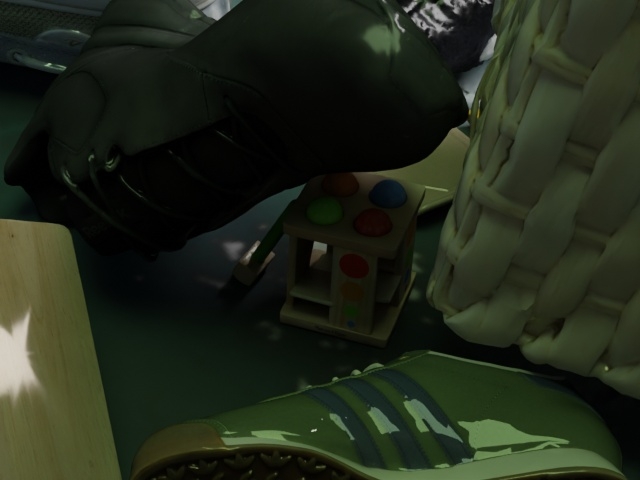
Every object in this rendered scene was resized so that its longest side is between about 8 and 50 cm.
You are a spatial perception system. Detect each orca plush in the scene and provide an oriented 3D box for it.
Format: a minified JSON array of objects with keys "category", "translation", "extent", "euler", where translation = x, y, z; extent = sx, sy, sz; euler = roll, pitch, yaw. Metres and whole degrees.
[{"category":"orca plush","translation":[0.055,-0.164,0.856],"extent":[0.151,0.102,0.287],"euler":[29,44,35]}]

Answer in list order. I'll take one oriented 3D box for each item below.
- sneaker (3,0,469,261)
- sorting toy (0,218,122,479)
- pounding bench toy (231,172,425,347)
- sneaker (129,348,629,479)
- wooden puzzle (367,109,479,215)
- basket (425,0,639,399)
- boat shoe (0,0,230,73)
[{"category":"sneaker","translation":[-0.047,-0.046,0.657],"extent":[0.130,0.109,0.286],"euler":[-51,24,-21]},{"category":"sorting toy","translation":[-0.154,0.063,0.576],"extent":[0.132,0.046,0.274],"euler":[4,53,-32]},{"category":"pounding bench toy","translation":[0.000,0.000,0.682],"extent":[0.083,0.065,0.052],"euler":[13,40,13]},{"category":"sneaker","translation":[0.024,0.082,0.589],"extent":[0.192,0.064,0.086],"euler":[2,31,-2]},{"category":"wooden puzzle","translation":[0.057,-0.038,0.778],"extent":[0.116,0.014,0.078],"euler":[-16,38,-22]},{"category":"basket","translation":[0.248,-0.101,0.578],"extent":[0.328,0.331,0.266],"euler":[21,42,1]},{"category":"boat shoe","translation":[-0.202,-0.145,0.839],"extent":[0.320,0.103,0.118],"euler":[8,41,13]}]
